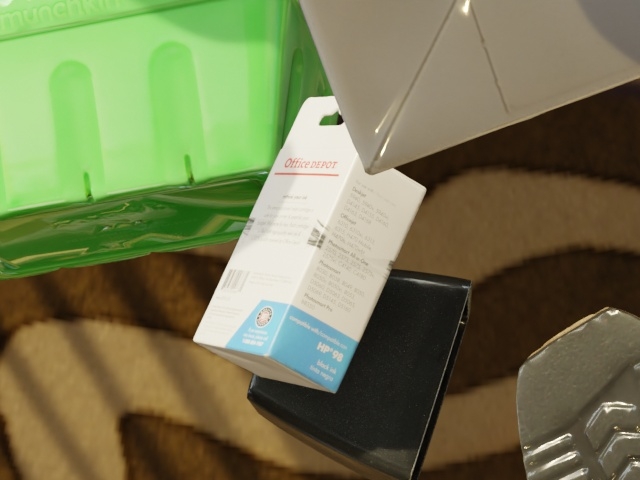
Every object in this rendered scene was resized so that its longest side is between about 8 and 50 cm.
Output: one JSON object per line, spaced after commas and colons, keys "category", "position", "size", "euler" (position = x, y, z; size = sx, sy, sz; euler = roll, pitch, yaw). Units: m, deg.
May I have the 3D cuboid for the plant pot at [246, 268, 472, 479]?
{"category": "plant pot", "position": [0.034, 0.115, 1.747], "size": [0.167, 0.187, 0.188], "euler": [18, 80, 7]}

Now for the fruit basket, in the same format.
{"category": "fruit basket", "position": [-0.166, -0.174, 1.562], "size": [0.392, 0.392, 0.283], "euler": [-15, 161, 10]}

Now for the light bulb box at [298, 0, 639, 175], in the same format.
{"category": "light bulb box", "position": [0.045, -0.285, 0.877], "size": [0.225, 0.361, 0.358], "euler": [-19, 118, 4]}

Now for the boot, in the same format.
{"category": "boot", "position": [0.135, 0.106, 0.624], "size": [0.077, 0.137, 0.198], "euler": [-30, 90, 15]}

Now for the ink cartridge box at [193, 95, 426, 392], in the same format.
{"category": "ink cartridge box", "position": [0.000, 0.000, 1.215], "size": [0.060, 0.104, 0.180], "euler": [30, 78, -27]}
